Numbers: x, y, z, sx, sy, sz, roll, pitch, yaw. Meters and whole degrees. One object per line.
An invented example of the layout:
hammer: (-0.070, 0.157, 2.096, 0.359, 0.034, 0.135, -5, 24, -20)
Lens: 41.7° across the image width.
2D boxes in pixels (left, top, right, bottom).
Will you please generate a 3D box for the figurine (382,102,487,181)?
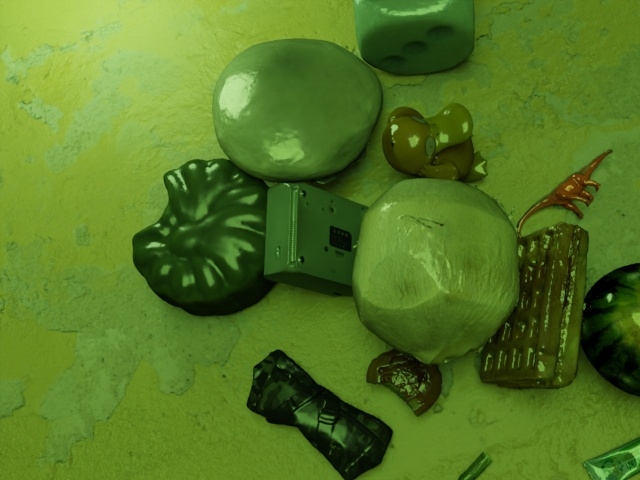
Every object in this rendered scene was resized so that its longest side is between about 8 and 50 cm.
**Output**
figurine: (0.247, -0.204, 1.838, 0.215, 0.228, 0.215, -5, 73, 18)

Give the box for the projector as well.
projector: (0.000, 0.000, 1.796, 0.108, 0.250, 0.198, -17, 65, 44)

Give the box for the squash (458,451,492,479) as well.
squash: (0.313, 0.471, 1.715, 0.027, 0.027, 0.083, 43, 84, 18)

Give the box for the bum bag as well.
bum bag: (-0.013, 0.366, 1.766, 0.340, 0.095, 0.144, 34, 66, 16)

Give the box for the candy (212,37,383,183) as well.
candy: (-0.058, -0.300, 1.884, 0.386, 0.186, 0.427, 6, 52, 5)

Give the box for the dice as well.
dice: (0.216, -0.555, 1.930, 0.268, 0.262, 0.264, -2, 73, 8)

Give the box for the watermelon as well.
watermelon: (0.637, 0.174, 1.643, 0.269, 0.269, 0.269, -3, 72, 8)

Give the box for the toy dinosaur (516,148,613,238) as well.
toy dinosaur: (0.543, -0.092, 1.846, 0.101, 0.055, 0.279, 40, 84, 27)

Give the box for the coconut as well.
coconut: (0.225, 0.075, 1.690, 0.346, 0.346, 0.360, 6, 73, 11)

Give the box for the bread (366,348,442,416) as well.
bread: (0.185, 0.284, 1.763, 0.156, 0.086, 0.125, 32, 79, 16)

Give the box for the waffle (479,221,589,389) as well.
waffle: (0.435, 0.137, 1.703, 0.098, 0.224, 0.327, 17, 74, -20)

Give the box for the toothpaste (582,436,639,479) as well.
toothpaste: (0.673, 0.406, 1.673, 0.297, 0.048, 0.074, -29, 73, 3)

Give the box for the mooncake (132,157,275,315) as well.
mooncake: (-0.237, -0.004, 1.871, 0.351, 0.187, 0.351, -2, 70, 7)
